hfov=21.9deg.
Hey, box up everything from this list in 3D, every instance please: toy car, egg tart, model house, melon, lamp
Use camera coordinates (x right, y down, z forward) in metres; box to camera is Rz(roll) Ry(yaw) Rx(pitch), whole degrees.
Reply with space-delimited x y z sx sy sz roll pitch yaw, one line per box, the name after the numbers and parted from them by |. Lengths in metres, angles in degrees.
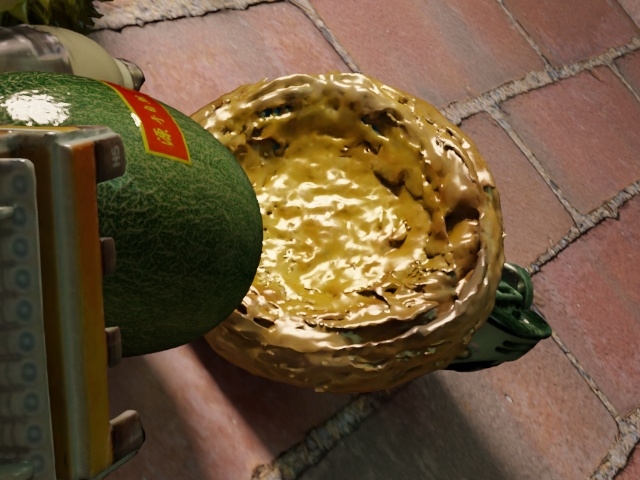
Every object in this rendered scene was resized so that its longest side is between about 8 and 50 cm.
0.052 0.018 1.415 0.306 0.125 0.136 37 13 24 | toy car
0.000 0.000 1.283 0.107 0.291 0.290 88 -22 -64 | egg tart
-0.216 0.038 0.795 0.215 0.198 0.224 -26 117 -68 | model house
-0.159 -0.016 1.051 0.288 0.182 0.182 13 44 -51 | melon
-0.214 -0.105 1.172 0.250 0.101 0.101 -9 63 -57 | lamp

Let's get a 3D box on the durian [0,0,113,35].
-0.225 -0.269 1.320 0.169 0.158 0.351 23 39 -24 | durian
